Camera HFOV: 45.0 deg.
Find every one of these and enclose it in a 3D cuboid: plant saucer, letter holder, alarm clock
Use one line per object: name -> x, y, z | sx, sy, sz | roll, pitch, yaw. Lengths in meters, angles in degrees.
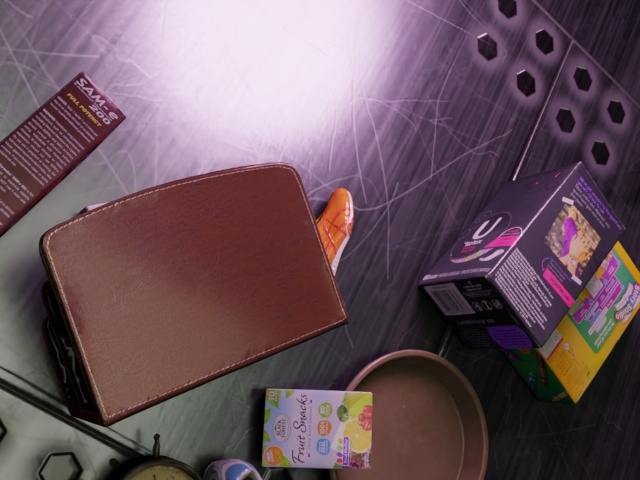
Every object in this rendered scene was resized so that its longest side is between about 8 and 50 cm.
plant saucer -> 0.125, 0.296, 1.114 | 0.278, 0.041, 0.277 | 4, 81, -28
letter holder -> -0.156, 0.047, 0.878 | 0.302, 0.152, 0.214 | -20, 93, -30
alarm clock -> -0.189, 0.338, 0.915 | 0.129, 0.064, 0.192 | -34, 98, -29

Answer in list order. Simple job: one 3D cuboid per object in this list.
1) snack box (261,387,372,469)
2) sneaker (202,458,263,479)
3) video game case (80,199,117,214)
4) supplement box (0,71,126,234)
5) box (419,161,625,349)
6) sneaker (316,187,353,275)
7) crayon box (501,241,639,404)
snack box -> -0.004, 0.247, 1.017 | 0.141, 0.037, 0.100 | 3, 79, -2
sneaker -> -0.070, 0.379, 0.966 | 0.085, 0.086, 0.237 | -35, 102, -31
video game case -> -0.163, 0.035, 0.985 | 0.232, 0.042, 0.210 | -16, 91, -30
supplement box -> -0.334, -0.071, 0.853 | 0.073, 0.130, 0.239 | 46, 65, -16
box -> 0.310, 0.025, 1.186 | 0.270, 0.165, 0.143 | -45, 105, -27
sneaker -> 0.000, 0.000, 1.074 | 0.068, 0.064, 0.175 | 25, 69, -14
crayon box -> 0.418, 0.113, 1.283 | 0.278, 0.081, 0.165 | -45, 106, -27
